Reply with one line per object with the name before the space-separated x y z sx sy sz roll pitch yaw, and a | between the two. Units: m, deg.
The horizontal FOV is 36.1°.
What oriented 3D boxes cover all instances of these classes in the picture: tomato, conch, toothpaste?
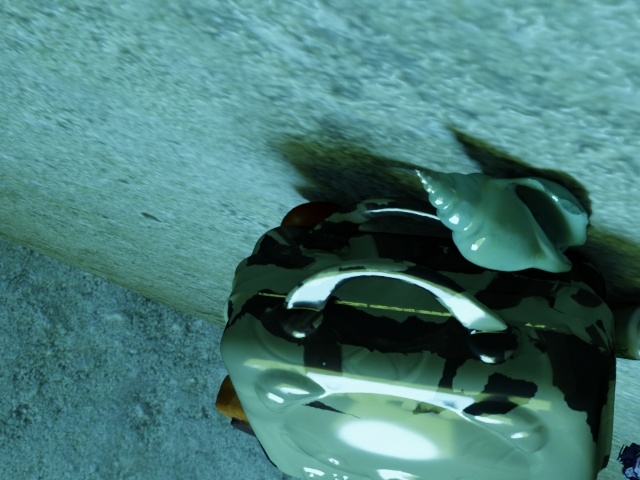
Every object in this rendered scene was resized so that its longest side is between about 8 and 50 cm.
tomato | 0.000 0.000 1.001 0.087 0.087 0.075 20 -158 14
conch | 0.137 -0.022 0.712 0.180 0.088 0.065 23 -146 -33
toothpaste | 0.281 0.090 0.954 0.058 0.056 0.314 63 173 5

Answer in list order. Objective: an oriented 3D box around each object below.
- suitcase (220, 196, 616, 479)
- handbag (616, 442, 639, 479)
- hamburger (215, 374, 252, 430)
suitcase | 0.081 0.110 0.874 0.351 0.194 0.339 5 142 17
handbag | 0.552 0.346 1.389 0.228 0.127 0.208 15 168 -4
hamburger | 0.015 0.213 1.516 0.330 0.250 0.330 21 165 6
